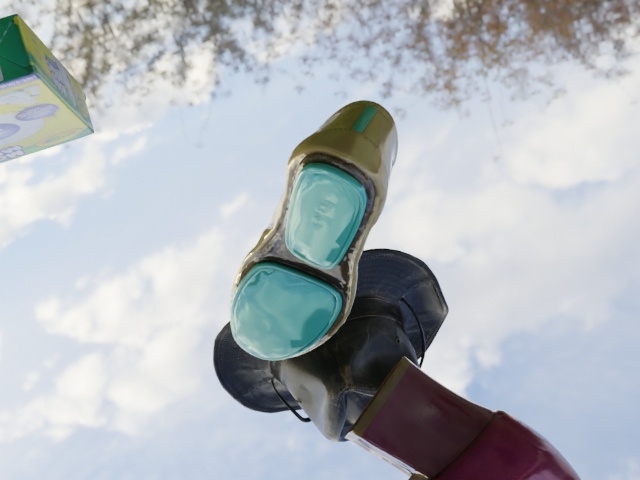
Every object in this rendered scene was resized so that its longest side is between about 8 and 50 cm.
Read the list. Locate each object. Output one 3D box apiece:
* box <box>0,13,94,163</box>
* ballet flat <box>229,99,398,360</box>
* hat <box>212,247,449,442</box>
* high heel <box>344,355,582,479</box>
[{"bbox_3d":[-0.213,-0.085,0.673,0.105,0.043,0.179,-18,176,-1],"label":"box"},{"bbox_3d":[0.000,0.000,0.671,0.080,0.232,0.073,28,-128,-1],"label":"ballet flat"},{"bbox_3d":[0.034,0.163,1.270,0.331,0.331,0.134,-22,-125,-2],"label":"hat"},{"bbox_3d":[0.036,0.282,0.756,0.377,0.181,0.127,-56,175,-5],"label":"high heel"}]
